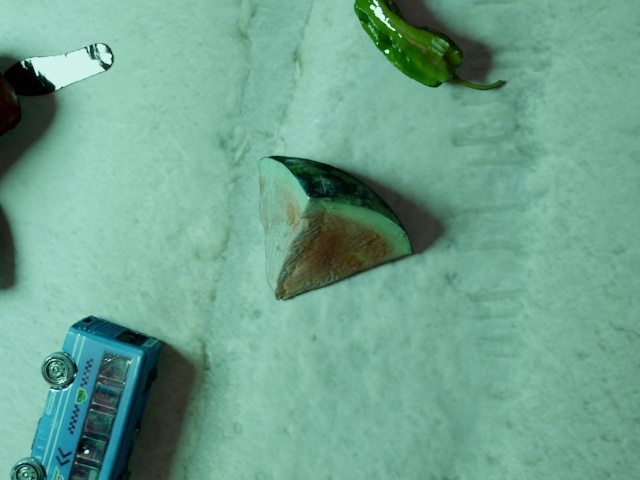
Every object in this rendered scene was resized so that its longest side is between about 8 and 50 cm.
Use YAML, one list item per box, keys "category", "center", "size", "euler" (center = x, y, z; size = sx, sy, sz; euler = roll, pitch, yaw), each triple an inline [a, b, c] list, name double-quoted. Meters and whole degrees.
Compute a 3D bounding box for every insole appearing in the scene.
- category: "insole"
  center: [-0.343, -0.223, 1.251]
  size: [0.152, 0.002, 0.053]
  euler: [-17, 91, 9]

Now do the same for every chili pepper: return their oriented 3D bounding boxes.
- category: "chili pepper"
  center: [0.120, -0.232, 1.152]
  size: [0.204, 0.072, 0.073]
  euler: [41, 95, 4]

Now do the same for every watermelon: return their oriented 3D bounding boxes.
- category: "watermelon"
  center: [0.010, -0.022, 1.197]
  size: [0.207, 0.136, 0.202]
  euler: [27, 138, -21]

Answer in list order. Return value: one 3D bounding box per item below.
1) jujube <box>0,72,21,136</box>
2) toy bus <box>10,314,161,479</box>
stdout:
- category: "jujube"
  center: [-0.536, -0.120, 1.166]
  size: [0.342, 0.216, 0.216]
  euler: [-30, 89, -15]
- category: "toy bus"
  center: [-0.292, 0.228, 1.214]
  size: [0.134, 0.113, 0.246]
  euler: [16, 93, 1]
